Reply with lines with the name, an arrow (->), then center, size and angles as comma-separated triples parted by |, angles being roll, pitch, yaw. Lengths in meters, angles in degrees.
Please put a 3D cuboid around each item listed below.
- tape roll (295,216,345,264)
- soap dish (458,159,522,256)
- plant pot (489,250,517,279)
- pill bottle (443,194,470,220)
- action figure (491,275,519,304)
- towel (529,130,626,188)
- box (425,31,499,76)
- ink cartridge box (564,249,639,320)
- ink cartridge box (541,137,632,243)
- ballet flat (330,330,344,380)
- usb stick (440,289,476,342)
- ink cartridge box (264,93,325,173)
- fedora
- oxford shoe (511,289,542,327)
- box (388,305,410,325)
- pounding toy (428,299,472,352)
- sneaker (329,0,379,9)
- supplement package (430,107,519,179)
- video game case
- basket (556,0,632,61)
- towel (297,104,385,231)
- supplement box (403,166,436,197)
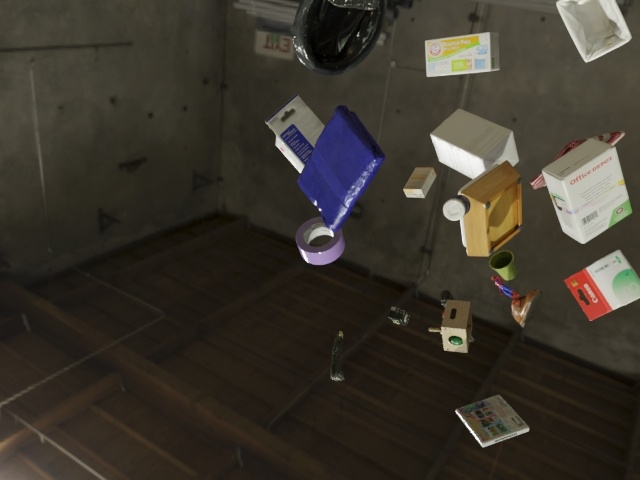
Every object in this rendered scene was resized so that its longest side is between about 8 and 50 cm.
tape roll -> 0.000, 0.000, 2.372 | 0.189, 0.080, 0.189 | -8, -131, 9
soap dish -> 0.601, -0.101, 2.069 | 0.229, 0.290, 0.118 | -34, -139, -20
plant pot -> 0.619, 0.090, 1.975 | 0.083, 0.079, 0.083 | -28, -147, 20
pill bottle -> 0.423, -0.104, 1.818 | 0.067, 0.067, 0.120 | 18, -159, 21
action figure -> 0.510, 0.132, 1.648 | 0.030, 0.038, 0.115 | -20, -147, -5
towel -> 0.912, -0.293, 2.095 | 0.329, 0.237, 0.037 | -16, -116, -36
box -> 0.434, -0.569, 1.815 | 0.203, 0.114, 0.103 | 3, -163, 31
ink cartridge box -> 1.030, 0.165, 2.143 | 0.056, 0.225, 0.181 | 4, -125, -60
ink cartridge box -> 0.874, -0.163, 1.936 | 0.201, 0.278, 0.117 | -33, -150, 0
ballet flat -> 0.065, 0.403, 2.067 | 0.049, 0.173, 0.057 | 7, 163, -5
usb stick -> 0.577, 0.319, 2.472 | 0.045, 0.278, 0.077 | -19, -147, 31
ink cartridge box -> -0.026, -0.321, 2.097 | 0.176, 0.371, 0.069 | -47, -166, -25
fedora -> 0.036, -0.686, 1.818 | 0.334, 0.334, 0.152 | -8, -145, -28
oxford shoe -> 0.634, 0.202, 1.848 | 0.076, 0.212, 0.076 | -38, -116, -17
box -> 0.326, 0.313, 2.444 | 0.062, 0.052, 0.083 | 10, 160, 30
pounding toy -> 0.388, 0.258, 1.754 | 0.100, 0.130, 0.141 | 3, -138, 22
sneaker -> 0.080, -0.604, 1.444 | 0.170, 0.051, 0.089 | 5, -138, -22
supplement package -> 0.625, -0.380, 2.405 | 0.177, 0.175, 0.293 | -42, -134, -8
video game case -> 0.483, 0.506, 1.671 | 0.143, 0.019, 0.157 | -16, -156, -10
basket -> 0.660, -0.532, 1.425 | 0.113, 0.167, 0.103 | -25, -174, 33
towel -> 0.059, -0.204, 1.696 | 0.076, 0.308, 0.227 | -13, -122, -38
supplement box -> 0.300, -0.175, 1.782 | 0.062, 0.036, 0.098 | 7, -128, 39
